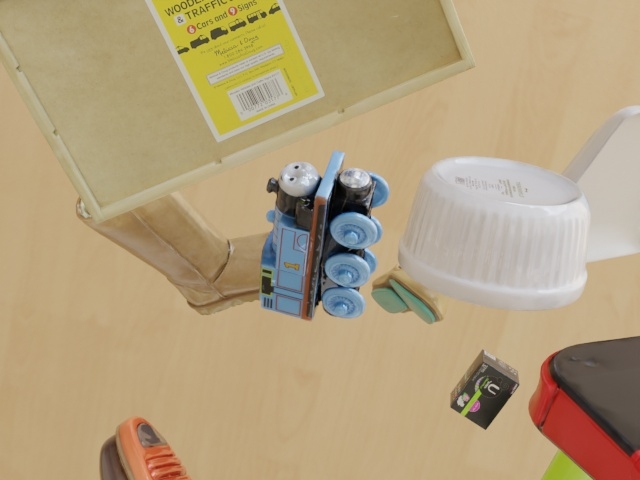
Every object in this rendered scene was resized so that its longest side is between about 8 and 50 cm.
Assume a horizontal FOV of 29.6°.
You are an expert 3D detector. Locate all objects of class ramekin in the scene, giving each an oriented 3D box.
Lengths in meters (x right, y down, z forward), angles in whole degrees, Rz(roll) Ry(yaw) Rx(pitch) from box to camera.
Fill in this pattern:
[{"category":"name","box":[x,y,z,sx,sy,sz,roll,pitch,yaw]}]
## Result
[{"category":"ramekin","box":[0.192,-0.015,1.301,0.207,0.207,0.109,10,111,4]}]

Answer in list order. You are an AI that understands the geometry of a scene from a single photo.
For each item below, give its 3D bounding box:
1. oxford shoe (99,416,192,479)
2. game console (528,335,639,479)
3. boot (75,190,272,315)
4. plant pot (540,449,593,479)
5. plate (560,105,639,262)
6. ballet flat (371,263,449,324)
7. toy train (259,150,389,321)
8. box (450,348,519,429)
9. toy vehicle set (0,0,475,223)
[{"category":"oxford shoe","box":[-0.097,0.237,0.681,0.098,0.097,0.271,-17,77,10]},{"category":"game console","box":[0.394,0.164,0.945,0.387,0.342,0.060,-5,116,-21]},{"category":"boot","box":[-0.150,-0.012,1.605,0.236,0.089,0.269,-26,138,14]},{"category":"plant pot","box":[0.378,0.400,1.519,0.207,0.228,0.227,21,67,32]},{"category":"plate","box":[0.369,-0.073,1.450,0.045,0.278,0.277,58,137,29]},{"category":"ballet flat","box":[0.121,0.055,1.531,0.073,0.232,0.080,-43,100,-9]},{"category":"toy train","box":[0.000,0.000,1.093,0.105,0.080,0.184,13,138,6]},{"category":"box","box":[0.226,0.205,1.668,0.062,0.052,0.083,32,106,-3]},{"category":"toy vehicle set","box":[-0.057,-0.133,0.746,0.267,0.035,0.166,-22,116,6]}]
